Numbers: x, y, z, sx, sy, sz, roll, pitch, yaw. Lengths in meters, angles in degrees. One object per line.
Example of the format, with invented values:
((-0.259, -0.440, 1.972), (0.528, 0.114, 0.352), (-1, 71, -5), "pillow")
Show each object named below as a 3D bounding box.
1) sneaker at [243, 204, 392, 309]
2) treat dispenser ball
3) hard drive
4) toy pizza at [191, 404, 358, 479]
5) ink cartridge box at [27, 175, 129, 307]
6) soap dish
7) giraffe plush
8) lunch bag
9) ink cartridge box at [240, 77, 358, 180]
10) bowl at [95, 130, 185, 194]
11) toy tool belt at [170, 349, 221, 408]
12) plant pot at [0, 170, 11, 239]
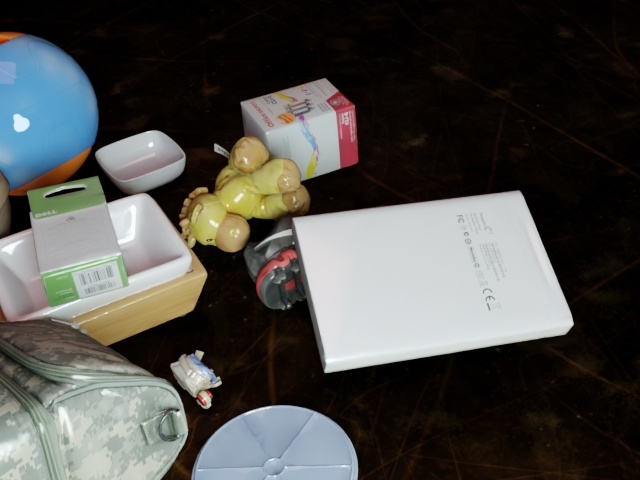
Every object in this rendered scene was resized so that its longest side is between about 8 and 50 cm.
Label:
((0.000, 0.000, 1.326), (0.276, 0.097, 0.135), (-26, 46, -23), "sneaker")
((-0.542, -0.223, 1.505), (0.288, 0.288, 0.288), (-3, 39, 2), "treat dispenser ball")
((0.153, 0.051, 1.214), (0.353, 0.047, 0.232), (-7, 59, -12), "hard drive")
((-0.055, 0.284, 1.031), (0.202, 0.032, 0.201), (-4, 38, 3), "toy pizza")
((-0.346, -0.004, 1.204), (0.109, 0.062, 0.209), (-15, 39, -14), "ink cartridge box")
((-0.341, 0.059, 1.270), (0.291, 0.118, 0.229), (-22, 42, -20), "soap dish")
((-0.144, -0.057, 1.375), (0.210, 0.181, 0.170), (23, 60, 30), "giraffe plush")
((-0.327, 0.210, 0.984), (0.256, 0.212, 0.305), (-21, 22, -36), "lunch bag")
((-0.040, -0.196, 1.551), (0.176, 0.127, 0.128), (-20, 42, -17), "ink cartridge box")
((-0.328, -0.139, 1.568), (0.142, 0.053, 0.142), (-26, 43, -23), "bowl")
((-0.161, 0.184, 1.151), (0.051, 0.052, 0.083), (-36, 49, -22), "toy tool belt")
((-0.576, -0.005, 1.351), (0.238, 0.109, 0.237), (-22, 36, 17), "plant pot")
